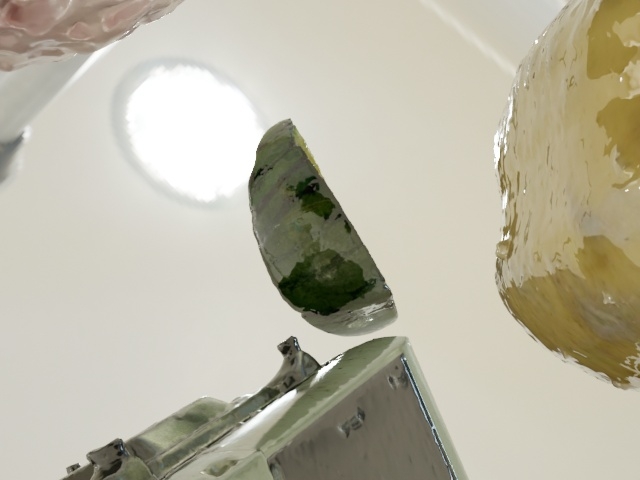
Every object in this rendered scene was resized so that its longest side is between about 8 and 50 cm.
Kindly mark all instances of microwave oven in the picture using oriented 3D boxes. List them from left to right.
[{"bbox_3d":[-0.078,0.233,0.921,0.247,0.333,0.394,61,-161,2],"label":"microwave oven"}]

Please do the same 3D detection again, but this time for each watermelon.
[{"bbox_3d":[-0.008,0.005,1.136,0.181,0.075,0.092,61,178,-10],"label":"watermelon"}]

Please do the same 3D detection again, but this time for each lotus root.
[{"bbox_3d":[0.146,-0.024,0.584,0.152,0.342,0.169,4,-100,-4],"label":"lotus root"}]

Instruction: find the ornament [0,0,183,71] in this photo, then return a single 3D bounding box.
[{"bbox_3d":[-0.132,-0.198,0.628,0.225,0.259,0.259,19,-133,-45],"label":"ornament"}]
